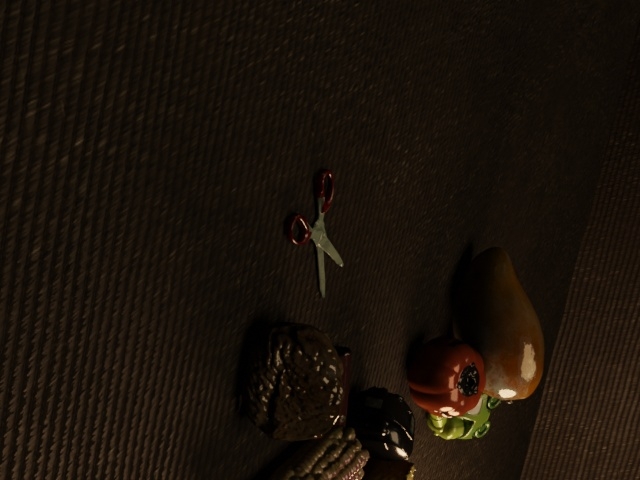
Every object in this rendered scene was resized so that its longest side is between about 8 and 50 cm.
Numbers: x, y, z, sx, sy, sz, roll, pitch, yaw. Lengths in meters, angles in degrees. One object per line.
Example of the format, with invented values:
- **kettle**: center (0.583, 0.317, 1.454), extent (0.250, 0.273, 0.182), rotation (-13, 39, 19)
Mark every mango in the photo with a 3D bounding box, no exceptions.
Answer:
- **mango**: center (0.432, 0.206, 2.384), extent (0.199, 0.221, 0.383), rotation (-1, 81, -28)

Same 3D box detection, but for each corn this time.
- **corn**: center (-0.032, 0.446, 1.779), extent (0.335, 0.127, 0.126), rotation (-22, 124, -54)

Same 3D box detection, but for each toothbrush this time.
- **toothbrush**: center (0.030, 0.372, 1.935), extent (0.041, 0.041, 0.363), rotation (-32, 133, -54)

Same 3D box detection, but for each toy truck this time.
- **toy truck**: center (0.342, 0.425, 2.481), extent (0.211, 0.148, 0.187), rotation (-21, 130, -34)

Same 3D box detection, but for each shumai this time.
- **shumai**: center (-0.037, 0.217, 1.616), extent (0.175, 0.166, 0.205), rotation (-65, 166, -73)

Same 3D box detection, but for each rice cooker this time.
- **rice cooker**: center (0.125, 0.386, 2.018), extent (0.203, 0.142, 0.118), rotation (67, 34, -54)

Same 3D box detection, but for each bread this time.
- **bread**: center (0.136, 0.557, 2.139), extent (0.143, 0.140, 0.229), rotation (-54, 155, -32)

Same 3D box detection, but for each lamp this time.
- **lamp**: center (0.288, 0.318, 2.279), extent (0.188, 0.164, 0.187), rotation (-4, 96, -40)

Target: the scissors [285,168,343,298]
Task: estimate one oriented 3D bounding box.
- **scissors**: center (0.000, 0.000, 1.680), extent (0.144, 0.017, 0.247), rotation (-57, 151, -28)
